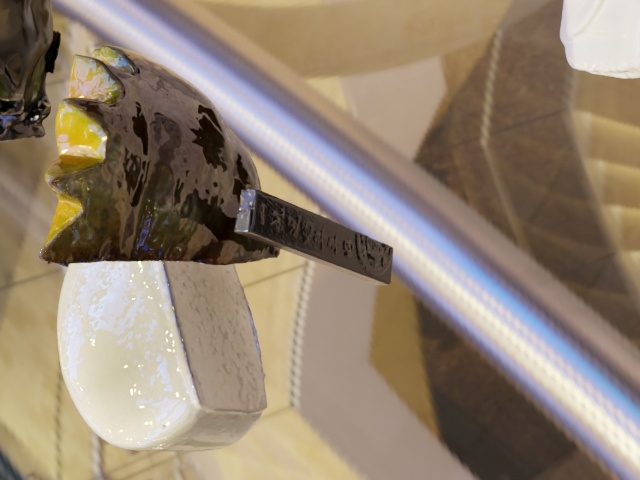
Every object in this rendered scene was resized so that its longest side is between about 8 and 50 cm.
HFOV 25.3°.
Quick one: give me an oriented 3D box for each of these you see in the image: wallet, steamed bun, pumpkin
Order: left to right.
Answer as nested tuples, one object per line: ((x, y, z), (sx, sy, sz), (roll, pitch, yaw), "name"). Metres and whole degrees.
((-0.167, 0.099, 1.436), (0.164, 0.146, 0.242), (-29, 67, 29), "steamed bun")
((-0.092, -0.060, 0.985), (0.149, 0.254, 0.131), (11, 103, 3), "pumpkin")
((0.224, -0.214, 1.058), (0.124, 0.031, 0.183), (-155, 73, -65), "wallet")

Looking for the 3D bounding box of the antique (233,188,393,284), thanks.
((0.000, 0.000, 0.986), (0.015, 0.192, 0.031), (2, 79, 31), "antique")

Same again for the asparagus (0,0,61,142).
((-0.170, -0.212, 0.610), (0.108, 0.128, 0.382), (35, 129, 40), "asparagus")
